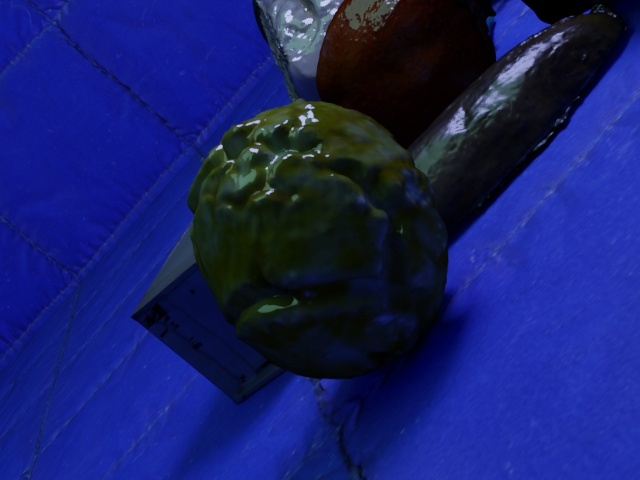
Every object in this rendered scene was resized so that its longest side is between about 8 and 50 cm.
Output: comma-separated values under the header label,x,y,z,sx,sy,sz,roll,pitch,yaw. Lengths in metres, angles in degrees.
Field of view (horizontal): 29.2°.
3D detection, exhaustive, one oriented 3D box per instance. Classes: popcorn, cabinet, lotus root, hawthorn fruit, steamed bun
label,x,y,z,sx,sy,sz,roll,pitch,yaw
popcorn,0.000,0.000,0.964,0.204,0.221,0.184,-25,3,44
cabinet,-0.069,0.033,1.276,0.150,0.145,0.206,-38,17,38
lotus root,0.143,-0.104,1.125,0.329,0.078,0.167,-48,14,4
hawthorn fruit,0.079,-0.186,1.346,0.251,0.189,0.189,-49,12,14
steamed bun,0.040,-0.256,1.580,0.206,0.275,0.320,-18,43,0

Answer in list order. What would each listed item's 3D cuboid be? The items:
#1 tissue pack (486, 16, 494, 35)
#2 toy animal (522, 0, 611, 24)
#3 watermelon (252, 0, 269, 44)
label,x,y,z,sx,sy,sz,roll,pitch,yaw
tissue pack,0.181,-0.235,1.515,0.085,0.028,0.138,-40,10,21
toy animal,0.262,-0.309,1.115,0.187,0.165,0.235,-7,-5,-17
watermelon,0.056,-0.421,1.918,0.359,0.279,0.279,-46,13,10
